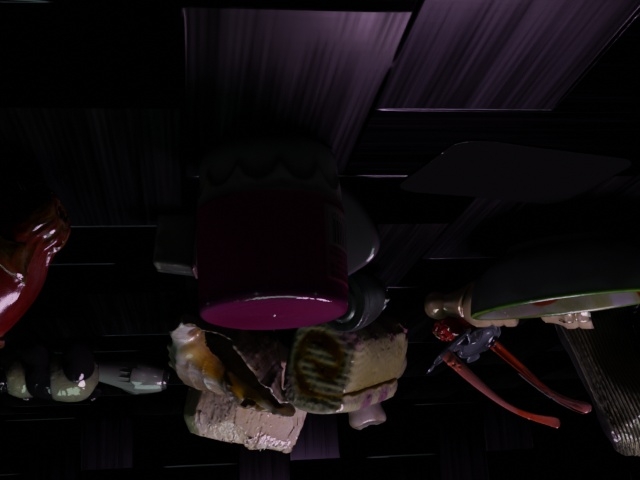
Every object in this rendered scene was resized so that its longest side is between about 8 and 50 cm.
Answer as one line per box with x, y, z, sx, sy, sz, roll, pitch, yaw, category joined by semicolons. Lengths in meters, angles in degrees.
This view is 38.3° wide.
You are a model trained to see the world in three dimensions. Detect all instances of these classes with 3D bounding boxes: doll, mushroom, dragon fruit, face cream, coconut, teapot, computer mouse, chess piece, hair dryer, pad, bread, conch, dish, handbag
-0.617;0.300;2.107;0.234;0.135;0.143;1;161;-1;doll
0.088;0.331;2.179;0.244;0.243;0.243;-3;163;-1;mushroom
0.314;0.146;1.880;0.191;0.094;0.094;-20;170;-21;dragon fruit
-0.058;-0.005;1.079;0.175;0.194;0.175;-3;162;-1;face cream
-0.161;0.342;2.118;0.297;0.254;0.297;15;171;2;coconut
0.055;0.107;1.633;0.108;0.111;0.149;-6;164;-45;teapot
-0.001;0.000;1.263;0.057;0.120;0.232;-31;-179;-32;computer mouse
0.351;0.116;1.731;0.307;0.124;0.139;-5;-167;17;chess piece
-0.528;0.349;2.411;0.229;0.092;0.267;11;169;-20;hair dryer
0.253;-0.085;1.202;0.267;0.004;0.181;5;162;-23;pad
0.052;0.231;1.798;0.155;0.187;0.338;15;-177;21;bread
-0.451;0.028;1.083;0.315;0.250;0.250;-15;168;-23;dragon fruit
-0.167;0.211;1.799;0.324;0.186;0.263;18;158;22;conch
0.395;0.046;1.478;0.324;0.124;0.324;-5;170;-1;dish
0.624;0.235;1.829;0.240;0.340;0.247;-25;154;8;handbag

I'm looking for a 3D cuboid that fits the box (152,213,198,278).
-0.198;0.006;1.286;0.063;0.084;0.060;3;164;-1;box

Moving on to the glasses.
0.354;0.277;1.756;0.234;0.268;0.118;3;126;-57;glasses
